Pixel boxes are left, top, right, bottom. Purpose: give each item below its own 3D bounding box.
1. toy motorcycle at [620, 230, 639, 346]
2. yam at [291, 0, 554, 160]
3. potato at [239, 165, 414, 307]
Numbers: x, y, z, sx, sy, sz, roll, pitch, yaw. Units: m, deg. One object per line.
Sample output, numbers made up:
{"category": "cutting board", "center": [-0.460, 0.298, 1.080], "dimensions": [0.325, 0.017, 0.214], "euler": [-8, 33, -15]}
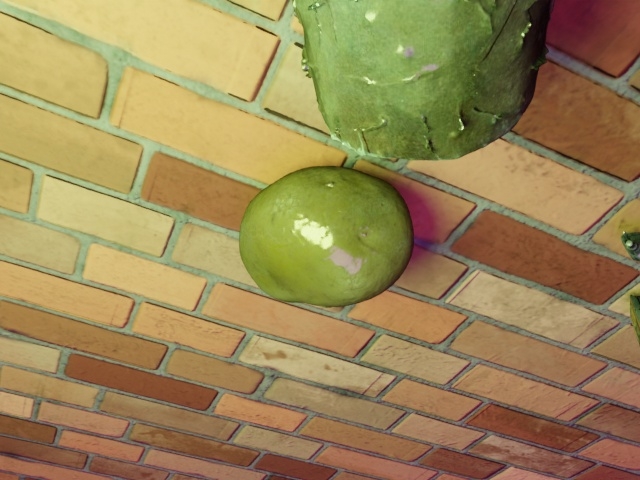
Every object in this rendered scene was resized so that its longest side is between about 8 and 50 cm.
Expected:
{"category": "toy motorcycle", "center": [0.490, 0.039, 0.768], "dimensions": [0.157, 0.090, 0.263], "euler": [-13, 132, 19]}
{"category": "yam", "center": [0.079, -0.243, 0.397], "dimensions": [0.241, 0.240, 0.348], "euler": [-1, 135, 4]}
{"category": "potato", "center": [0.000, 0.000, 0.708], "dimensions": [0.235, 0.160, 0.177], "euler": [-21, 92, 39]}
